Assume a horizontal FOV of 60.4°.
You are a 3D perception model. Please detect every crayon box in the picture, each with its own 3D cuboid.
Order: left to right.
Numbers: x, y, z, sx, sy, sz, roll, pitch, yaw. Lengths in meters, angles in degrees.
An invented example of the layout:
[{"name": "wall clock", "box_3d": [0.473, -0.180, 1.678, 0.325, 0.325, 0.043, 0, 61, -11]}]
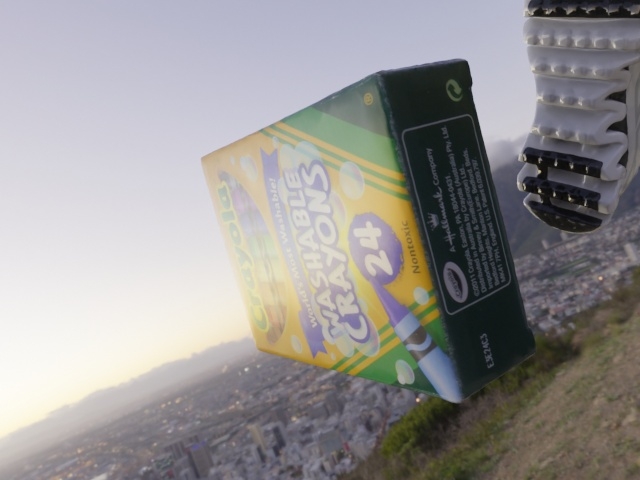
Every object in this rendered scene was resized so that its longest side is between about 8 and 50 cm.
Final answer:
[{"name": "crayon box", "box_3d": [0.000, 0.000, 0.468, 0.083, 0.202, 0.323, -20, 8, -32]}]

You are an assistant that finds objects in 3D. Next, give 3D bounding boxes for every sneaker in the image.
[{"name": "sneaker", "box_3d": [0.240, -0.152, 0.457, 0.118, 0.291, 0.110, -28, 40, -28]}]
